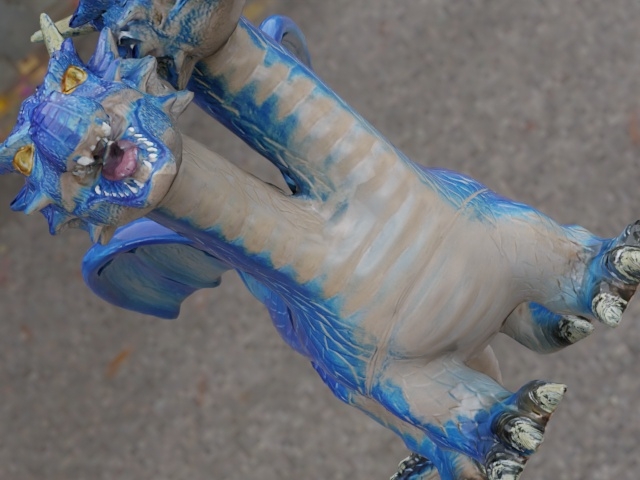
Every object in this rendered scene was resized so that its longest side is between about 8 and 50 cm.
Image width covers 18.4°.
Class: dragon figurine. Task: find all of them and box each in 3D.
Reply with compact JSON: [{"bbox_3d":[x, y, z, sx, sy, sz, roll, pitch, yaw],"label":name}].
[{"bbox_3d":[0.000,0.000,0.496,0.085,0.144,0.289,-56,-7,-6],"label":"dragon figurine"}]
